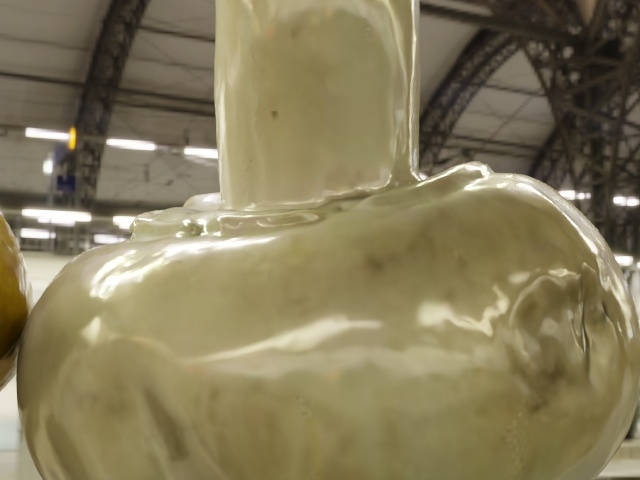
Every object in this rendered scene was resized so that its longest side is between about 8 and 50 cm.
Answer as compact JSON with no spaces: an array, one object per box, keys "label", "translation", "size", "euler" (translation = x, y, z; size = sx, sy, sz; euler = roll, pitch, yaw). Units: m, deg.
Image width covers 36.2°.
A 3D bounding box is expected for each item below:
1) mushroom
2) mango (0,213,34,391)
[{"label":"mushroom","translation":[0.000,0.000,0.514],"size":[0.314,0.336,0.314],"euler":[-2,-1,0]},{"label":"mango","translation":[-0.257,0.034,0.532],"size":[0.195,0.142,0.331],"euler":[25,-25,-12]}]
